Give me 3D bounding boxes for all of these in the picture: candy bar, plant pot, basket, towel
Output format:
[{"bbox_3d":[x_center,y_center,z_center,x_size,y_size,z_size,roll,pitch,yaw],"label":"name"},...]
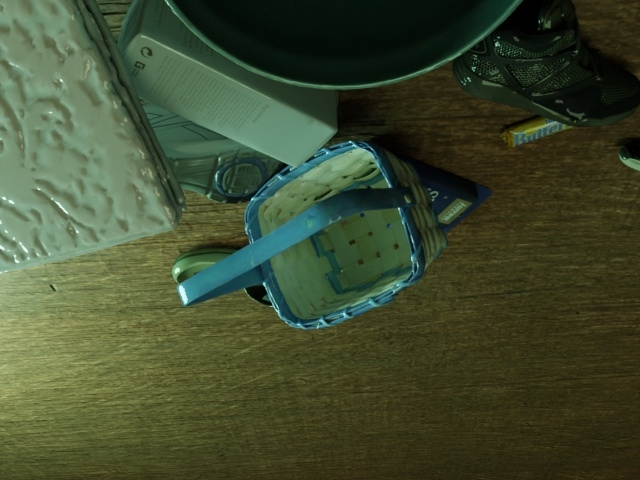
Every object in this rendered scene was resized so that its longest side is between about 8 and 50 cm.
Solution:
[{"bbox_3d":[0.314,-0.154,0.868,0.161,0.018,0.040,-17,141,19],"label":"candy bar"},{"bbox_3d":[0.016,-0.291,0.513,0.293,0.196,0.293,-2,144,-1],"label":"plant pot"},{"bbox_3d":[0.000,0.000,0.809,0.255,0.201,0.289,-26,176,31],"label":"basket"},{"bbox_3d":[-0.322,-0.133,0.686,0.317,0.053,0.331,-11,111,25],"label":"towel"}]

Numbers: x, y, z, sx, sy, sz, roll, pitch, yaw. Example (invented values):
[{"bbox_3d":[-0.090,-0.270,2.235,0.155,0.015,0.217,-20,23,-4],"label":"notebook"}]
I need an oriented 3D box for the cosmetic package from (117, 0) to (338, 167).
[{"bbox_3d":[-0.097,-0.181,0.731,0.231,0.117,0.085,23,138,-28],"label":"cosmetic package"}]

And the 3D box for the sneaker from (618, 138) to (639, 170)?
[{"bbox_3d":[0.471,-0.088,0.931,0.161,0.057,0.075,7,138,-17],"label":"sneaker"}]

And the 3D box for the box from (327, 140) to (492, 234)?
[{"bbox_3d":[0.127,-0.056,0.982,0.225,0.036,0.136,16,140,-25],"label":"box"}]

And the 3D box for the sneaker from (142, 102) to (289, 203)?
[{"bbox_3d":[-0.159,-0.118,0.825,0.297,0.129,0.111,-3,147,-31],"label":"sneaker"}]

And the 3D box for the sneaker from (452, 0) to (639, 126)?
[{"bbox_3d":[0.275,-0.200,0.742,0.228,0.087,0.130,13,148,-11],"label":"sneaker"}]

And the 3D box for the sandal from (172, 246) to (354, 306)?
[{"bbox_3d":[-0.089,0.068,1.098,0.303,0.086,0.120,-3,144,2],"label":"sandal"}]
